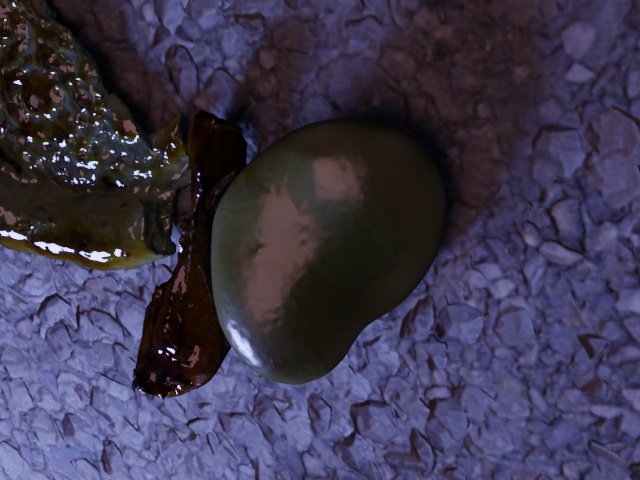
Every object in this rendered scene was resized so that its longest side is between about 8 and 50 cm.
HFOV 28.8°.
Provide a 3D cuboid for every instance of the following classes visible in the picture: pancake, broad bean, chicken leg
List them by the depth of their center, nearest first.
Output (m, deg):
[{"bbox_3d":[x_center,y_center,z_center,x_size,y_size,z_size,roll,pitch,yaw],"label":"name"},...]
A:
[{"bbox_3d":[0.000,0.000,1.102,0.189,0.121,0.263,30,115,-8],"label":"broad bean"},{"bbox_3d":[-0.116,0.021,1.183,0.093,0.113,0.304,13,117,1],"label":"chicken leg"},{"bbox_3d":[-0.313,-0.121,1.256,0.427,0.067,0.305,48,125,5],"label":"pancake"}]
